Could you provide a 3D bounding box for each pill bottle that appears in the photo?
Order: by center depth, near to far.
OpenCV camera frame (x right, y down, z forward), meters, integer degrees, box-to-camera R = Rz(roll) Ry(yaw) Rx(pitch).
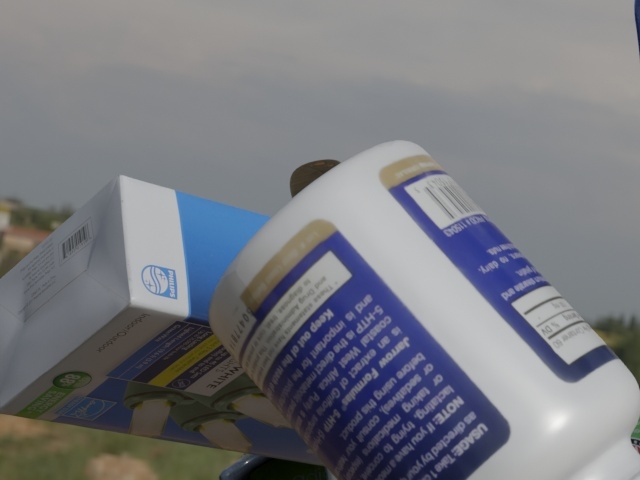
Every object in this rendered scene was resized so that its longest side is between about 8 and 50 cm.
[{"bbox_3d":[0.055,0.063,0.673,0.187,0.112,0.112,49,11,16],"label":"pill bottle"}]

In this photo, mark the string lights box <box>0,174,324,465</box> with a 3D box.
[{"bbox_3d":[-0.033,0.053,0.955,0.259,0.077,0.133,15,-37,-36],"label":"string lights box"}]

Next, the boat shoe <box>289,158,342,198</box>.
[{"bbox_3d":[0.000,0.000,1.547,0.064,0.060,0.178,-7,35,12],"label":"boat shoe"}]

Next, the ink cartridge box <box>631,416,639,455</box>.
[{"bbox_3d":[0.126,0.188,0.817,0.160,0.092,0.219,-8,36,-12],"label":"ink cartridge box"}]

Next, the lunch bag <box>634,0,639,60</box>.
[{"bbox_3d":[0.191,-0.086,0.820,0.065,0.098,0.067,-6,1,38],"label":"lunch bag"}]

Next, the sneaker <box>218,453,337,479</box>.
[{"bbox_3d":[0.057,0.177,1.361,0.300,0.111,0.121,-19,-10,24],"label":"sneaker"}]
